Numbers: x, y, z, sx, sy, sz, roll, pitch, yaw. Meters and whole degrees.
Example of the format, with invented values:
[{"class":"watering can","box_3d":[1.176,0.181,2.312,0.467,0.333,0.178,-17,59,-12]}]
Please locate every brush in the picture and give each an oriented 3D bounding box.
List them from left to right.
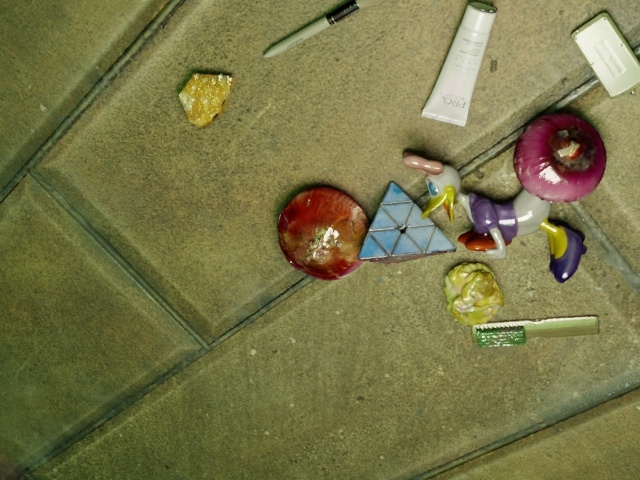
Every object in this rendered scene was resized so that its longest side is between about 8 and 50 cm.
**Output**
[{"class":"brush","box_3d":[0.005,-0.439,1.320,0.299,0.039,0.042,-19,107,27]},{"class":"brush","box_3d":[0.494,0.211,1.521,0.283,0.048,0.054,-7,118,17]}]

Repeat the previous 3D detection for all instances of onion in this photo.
[{"class":"onion","box_3d":[0.000,0.000,1.478,0.230,0.163,0.229,8,128,11]},{"class":"onion","box_3d":[0.461,-0.159,1.261,0.177,0.177,0.153,35,143,-4]}]

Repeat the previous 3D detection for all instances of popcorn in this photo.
[{"class":"popcorn","box_3d":[0.343,0.122,1.477,0.126,0.126,0.145,8,105,-17]}]

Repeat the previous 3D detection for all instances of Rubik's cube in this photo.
[{"class":"Rubik's cube","box_3d":[0.148,-0.040,1.420,0.211,0.191,0.178,-18,78,50]}]

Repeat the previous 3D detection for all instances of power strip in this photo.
[{"class":"power strip","box_3d":[0.541,-0.337,1.224,0.076,0.028,0.169,-32,103,27]}]

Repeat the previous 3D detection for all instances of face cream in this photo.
[{"class":"face cream","box_3d":[0.275,-0.341,1.284,0.092,0.058,0.243,15,126,2]}]

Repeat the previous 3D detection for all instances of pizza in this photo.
[{"class":"pizza","box_3d":[-0.252,-0.318,1.451,0.099,0.035,0.160,38,120,-7]}]

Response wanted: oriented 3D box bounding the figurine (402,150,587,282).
[{"class":"figurine","box_3d":[0.354,-0.064,1.350,0.421,0.154,0.193,17,101,2]}]
